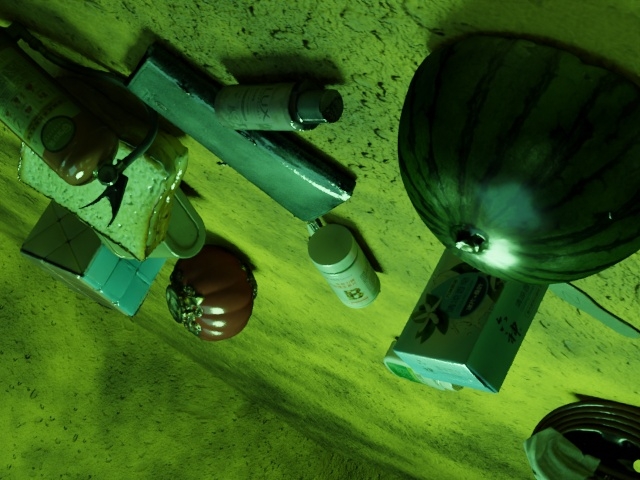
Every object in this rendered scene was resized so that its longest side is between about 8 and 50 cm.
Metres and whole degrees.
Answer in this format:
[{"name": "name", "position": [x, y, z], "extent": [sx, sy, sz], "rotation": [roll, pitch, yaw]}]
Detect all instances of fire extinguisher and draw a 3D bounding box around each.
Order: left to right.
[{"name": "fire extinguisher", "position": [-0.415, -0.214, 1.504], "extent": [0.376, 0.200, 0.113], "rotation": [44, -164, 3]}]

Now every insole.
[{"name": "insole", "position": [0.410, 0.102, 1.427], "extent": [0.188, 0.004, 0.064], "rotation": [32, 163, -10]}]

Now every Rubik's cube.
[{"name": "Rubik's cube", "position": [-0.517, 0.012, 2.207], "extent": [0.221, 0.231, 0.224], "rotation": [18, 161, 32]}]

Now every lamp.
[{"name": "lamp", "position": [-0.242, 0.118, 2.141], "extent": [0.227, 0.227, 0.227], "rotation": [26, 162, 9]}]

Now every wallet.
[{"name": "wallet", "position": [-0.130, -0.158, 1.455], "extent": [0.379, 0.046, 0.190], "rotation": [34, 160, -15]}]

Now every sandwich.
[{"name": "sandwich", "position": [-0.393, -0.137, 1.679], "extent": [0.301, 0.099, 0.271], "rotation": [33, 133, 3]}]

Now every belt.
[{"name": "belt", "position": [0.548, 0.425, 1.756], "extent": [0.338, 0.217, 0.122], "rotation": [9, 153, 51]}]

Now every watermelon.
[{"name": "watermelon", "position": [0.223, -0.050, 1.020], "extent": [0.330, 0.189, 0.331], "rotation": [28, 168, 6]}]

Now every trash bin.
[{"name": "trash bin", "position": [-0.375, -0.063, 1.915], "extent": [0.247, 0.121, 0.243], "rotation": [4, 134, 49]}]

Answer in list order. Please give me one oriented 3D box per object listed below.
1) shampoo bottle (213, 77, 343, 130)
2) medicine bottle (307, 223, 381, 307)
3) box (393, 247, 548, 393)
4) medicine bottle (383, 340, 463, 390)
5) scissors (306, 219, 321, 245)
[{"name": "shampoo bottle", "position": [-0.056, -0.180, 1.254], "extent": [0.214, 0.072, 0.072], "rotation": [8, 153, 47]}, {"name": "medicine bottle", "position": [0.045, 0.050, 1.698], "extent": [0.086, 0.086, 0.183], "rotation": [18, 160, 29]}, {"name": "box", "position": [0.218, 0.084, 1.291], "extent": [0.083, 0.232, 0.142], "rotation": [40, 159, -31]}, {"name": "medicine bottle", "position": [0.236, 0.282, 2.076], "extent": [0.183, 0.069, 0.119], "rotation": [9, 151, 44]}, {"name": "scissors", "position": [0.000, 0.000, 1.732], "extent": [0.085, 0.022, 0.176], "rotation": [23, 164, 21]}]
